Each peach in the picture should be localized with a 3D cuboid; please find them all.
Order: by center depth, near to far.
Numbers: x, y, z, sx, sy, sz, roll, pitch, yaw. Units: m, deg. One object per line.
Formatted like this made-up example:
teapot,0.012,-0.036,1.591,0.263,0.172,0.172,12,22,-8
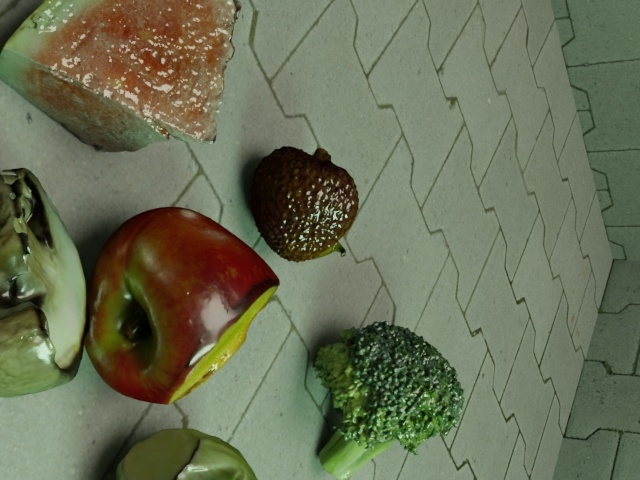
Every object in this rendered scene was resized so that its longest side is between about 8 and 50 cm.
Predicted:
peach,-0.176,0.076,1.103,0.274,0.248,0.246,-5,73,-67

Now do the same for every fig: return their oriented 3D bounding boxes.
fig,0.000,0.000,1.491,0.084,0.098,0.082,-92,-157,-82

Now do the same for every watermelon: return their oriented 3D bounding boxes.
watermelon,-0.235,-0.227,1.047,0.310,0.193,0.232,-42,123,-47

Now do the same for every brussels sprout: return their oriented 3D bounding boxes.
brussels sprout,-0.181,0.376,1.137,0.244,0.244,0.244,-1,91,-56

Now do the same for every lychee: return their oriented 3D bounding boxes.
lychee,-0.028,-0.066,1.380,0.194,0.194,0.195,-1,91,-56

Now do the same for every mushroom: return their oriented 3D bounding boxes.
mushroom,-0.357,0.059,0.903,0.190,0.163,0.267,79,-9,-59

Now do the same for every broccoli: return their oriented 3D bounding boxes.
broccoli,0.103,0.278,1.562,0.249,0.301,0.375,63,9,-3

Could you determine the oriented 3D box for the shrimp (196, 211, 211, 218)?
shrimp,-0.197,-0.009,1.259,0.038,0.029,0.092,52,43,-32
